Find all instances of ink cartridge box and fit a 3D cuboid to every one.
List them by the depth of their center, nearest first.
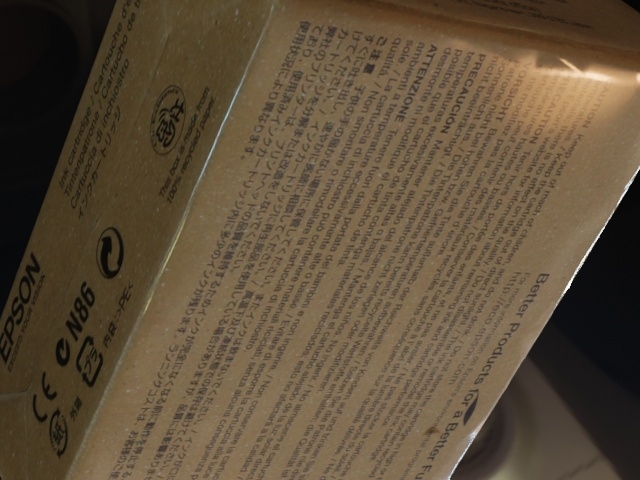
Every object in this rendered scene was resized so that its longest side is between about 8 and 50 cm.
[{"bbox_3d":[0.000,0.000,0.504,0.193,0.088,0.235,4,124,-39],"label":"ink cartridge box"}]
